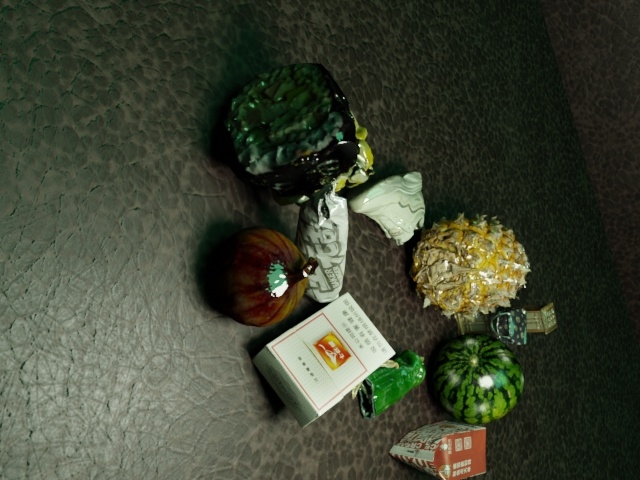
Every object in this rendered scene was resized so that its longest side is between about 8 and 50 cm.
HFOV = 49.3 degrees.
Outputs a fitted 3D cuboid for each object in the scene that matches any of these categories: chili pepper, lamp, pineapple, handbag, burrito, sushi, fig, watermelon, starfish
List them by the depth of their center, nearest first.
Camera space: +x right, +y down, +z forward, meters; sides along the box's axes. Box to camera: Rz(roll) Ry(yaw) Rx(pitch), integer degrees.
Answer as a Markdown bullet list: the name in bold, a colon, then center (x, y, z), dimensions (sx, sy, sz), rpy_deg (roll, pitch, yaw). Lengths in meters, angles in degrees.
- **fig**: center (-0.135, 0.084, 1.621), dimensions (0.235, 0.214, 0.234), rpy_deg (-4, 100, -26)
- **burrito**: center (0.000, 0.000, 1.681), dimensions (0.101, 0.139, 0.445), rpy_deg (-57, 163, -35)
- **sushi**: center (-0.049, -0.230, 1.700), dimensions (0.327, 0.329, 0.285), rpy_deg (64, 5, 35)
- **starfish**: center (0.126, 0.329, 1.926), dimensions (0.247, 0.138, 0.050), rpy_deg (-23, 146, -42)
- **chili pepper**: center (0.215, 0.398, 2.022), dimensions (0.270, 0.099, 0.136), rpy_deg (-22, 89, -44)
- **handbag**: center (0.353, 0.637, 2.092), dimensions (0.298, 0.171, 0.151), rpy_deg (5, 84, -43)
- **handbag**: center (0.563, 0.260, 2.139), dimensions (0.139, 0.072, 0.115), rpy_deg (11, 78, -36)
- **pineapple**: center (0.452, 0.085, 2.159), dimensions (0.300, 0.352, 0.352), rpy_deg (-9, 90, -49)
- **watermelon**: center (0.489, 0.431, 2.178), dimensions (0.285, 0.285, 0.285), rpy_deg (10, 77, -47)
- **lamp**: center (0.608, 0.262, 2.306), dimensions (0.089, 0.325, 0.090), rpy_deg (-17, 95, -48)

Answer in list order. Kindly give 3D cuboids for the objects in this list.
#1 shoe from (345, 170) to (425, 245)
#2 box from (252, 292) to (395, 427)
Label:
- **shoe**: center (0.214, -0.087, 2.073), dimensions (0.342, 0.132, 0.210), rpy_deg (-18, 94, -51)
- **box**: center (0.015, 0.294, 1.762), dimensions (0.330, 0.095, 0.210), rpy_deg (-28, 76, -44)
